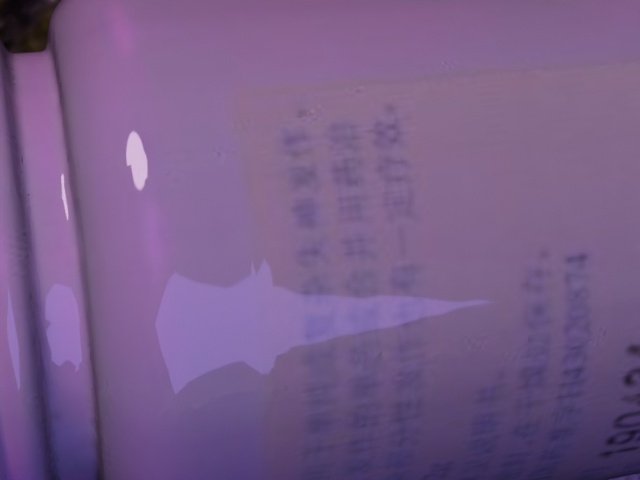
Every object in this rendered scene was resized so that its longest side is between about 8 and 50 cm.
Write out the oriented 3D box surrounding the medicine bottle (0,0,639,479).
[{"bbox_3d":[0.000,0.000,0.481,0.378,0.213,0.213,-6,118,-14],"label":"medicine bottle"}]
